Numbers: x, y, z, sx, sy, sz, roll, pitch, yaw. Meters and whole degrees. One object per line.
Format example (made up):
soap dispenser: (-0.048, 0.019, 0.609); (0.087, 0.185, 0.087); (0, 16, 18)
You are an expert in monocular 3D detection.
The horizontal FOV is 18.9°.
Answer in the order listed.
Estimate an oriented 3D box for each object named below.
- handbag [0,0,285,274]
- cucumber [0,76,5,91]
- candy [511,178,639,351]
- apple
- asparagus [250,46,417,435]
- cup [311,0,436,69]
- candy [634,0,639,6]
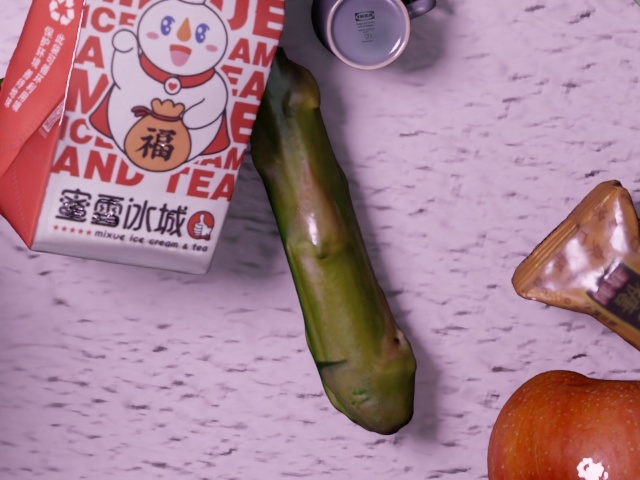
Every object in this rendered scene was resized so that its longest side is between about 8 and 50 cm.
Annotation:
handbag: (-0.141, -0.135, 1.481); (0.171, 0.151, 0.298); (9, 107, -30)
cucumber: (-0.246, -0.118, 1.556); (0.155, 0.037, 0.037); (-31, 106, 3)
candy: (0.305, 0.056, 1.630); (0.271, 0.101, 0.143); (33, 108, -20)
apple: (0.239, 0.186, 1.610); (0.201, 0.201, 0.162); (-4, 84, -5)
asparagus: (0.002, -0.001, 1.591); (0.082, 0.085, 0.343); (-20, 105, -3)
cup: (0.046, -0.180, 1.547); (0.100, 0.077, 0.078); (-18, 107, -1)
candy: (0.264, -0.194, 1.555); (0.093, 0.092, 0.335); (-36, 121, 25)
